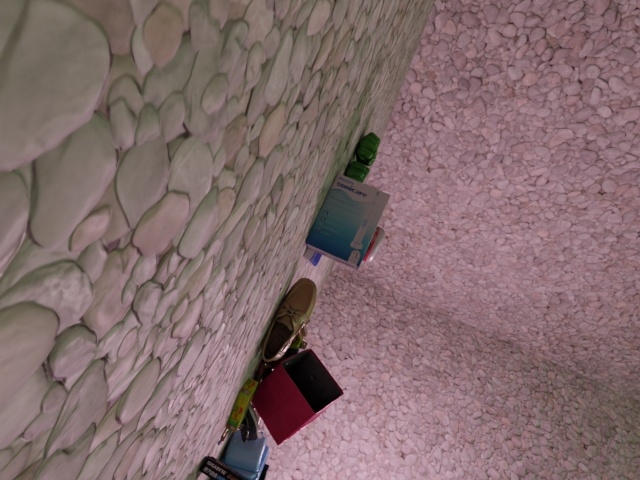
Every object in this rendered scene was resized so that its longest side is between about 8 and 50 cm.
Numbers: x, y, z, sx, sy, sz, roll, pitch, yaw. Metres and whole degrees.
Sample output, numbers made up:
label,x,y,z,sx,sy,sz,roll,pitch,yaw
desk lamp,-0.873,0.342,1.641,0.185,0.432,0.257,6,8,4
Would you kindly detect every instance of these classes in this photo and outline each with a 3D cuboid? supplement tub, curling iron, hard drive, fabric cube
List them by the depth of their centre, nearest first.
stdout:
label,x,y,z,sx,sy,sz,roll,pitch,yaw
curling iron,-0.254,0.543,1.693,0.273,0.035,0.068,-69,170,23
hard drive,0.000,0.000,1.774,0.318,0.040,0.210,73,42,-82
fabric cube,-0.109,0.676,1.817,0.258,0.259,0.254,-48,158,23
supplement tub,0.173,-0.020,2.116,0.191,0.272,0.191,24,90,-85

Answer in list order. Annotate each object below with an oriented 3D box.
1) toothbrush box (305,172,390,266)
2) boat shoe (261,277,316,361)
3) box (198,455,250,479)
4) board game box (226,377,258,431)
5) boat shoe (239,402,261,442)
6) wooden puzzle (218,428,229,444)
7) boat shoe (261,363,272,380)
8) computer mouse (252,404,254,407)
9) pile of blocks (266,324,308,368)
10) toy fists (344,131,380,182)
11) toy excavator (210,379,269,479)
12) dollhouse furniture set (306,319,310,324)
label,x,y,z,sx,sy,sz,roll,pitch,yaw
toothbrush box,0.102,-0.069,1.552,0.126,0.217,0.295,81,32,-81
boat shoe,-0.113,0.298,1.547,0.110,0.122,0.340,80,36,-82
box,-0.308,0.830,1.436,0.051,0.220,0.175,-58,171,-27
board game box,-0.300,0.631,1.587,0.092,0.043,0.181,-49,163,-70
boat shoe,-0.313,0.775,1.757,0.114,0.091,0.302,-122,-158,-47
wooden puzzle,-0.366,0.749,1.614,0.116,0.014,0.078,-59,171,-48
boat shoe,-0.254,0.596,1.896,0.056,0.048,0.153,-16,148,-17
computer mouse,-0.322,0.805,2.199,0.242,0.041,0.071,-59,176,-3
pile of blocks,-0.154,0.503,1.880,0.112,0.149,0.362,-60,172,-51
toy fists,0.177,-0.330,1.783,0.279,0.096,0.142,-64,173,-7
toy excavator,-0.320,0.928,1.952,0.433,0.223,0.444,-34,139,-82
dollhouse furniture set,-0.153,0.396,2.071,0.151,0.123,0.144,-31,174,1
